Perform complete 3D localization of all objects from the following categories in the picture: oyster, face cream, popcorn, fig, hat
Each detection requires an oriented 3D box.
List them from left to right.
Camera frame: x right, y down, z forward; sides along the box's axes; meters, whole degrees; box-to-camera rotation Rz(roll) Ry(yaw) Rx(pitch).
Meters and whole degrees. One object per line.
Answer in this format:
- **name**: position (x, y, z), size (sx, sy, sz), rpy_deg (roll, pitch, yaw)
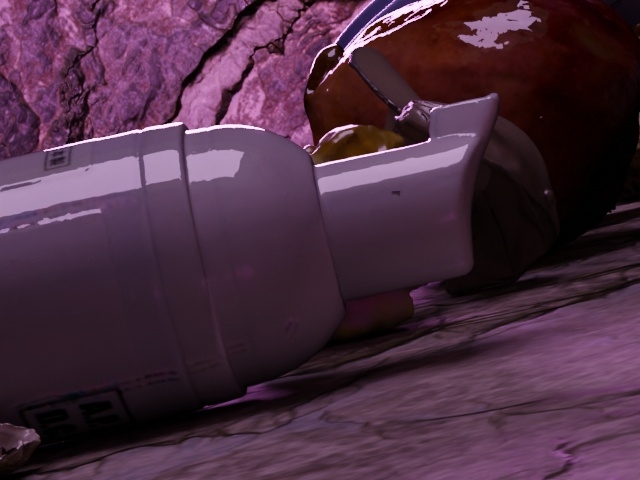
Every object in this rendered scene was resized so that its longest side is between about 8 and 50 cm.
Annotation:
- **oyster**: position (-0.175, 0.101, 0.906), size (0.093, 0.034, 0.051), rpy_deg (-1, 22, 13)
- **face cream**: position (-0.081, 0.016, 0.979), size (0.369, 0.145, 0.145), rpy_deg (-13, 3, 4)
- **popcorn**: position (0.000, 0.000, 1.161), size (0.125, 0.126, 0.145), rpy_deg (12, -24, -11)
- **hat**: position (0.083, -0.068, 1.267), size (0.085, 0.147, 0.175), rpy_deg (-23, 44, -4)
- **fig**: position (0.120, -0.083, 1.429), size (0.263, 0.224, 0.224), rpy_deg (-15, 1, 35)

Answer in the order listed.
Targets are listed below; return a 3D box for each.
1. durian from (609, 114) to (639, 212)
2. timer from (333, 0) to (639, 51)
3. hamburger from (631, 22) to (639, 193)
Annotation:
- **durian**: position (0.187, -0.075, 1.605), size (0.252, 0.139, 0.144), rpy_deg (-12, 8, 14)
- **timer**: position (0.161, -0.141, 1.951), size (0.395, 0.173, 0.395), rpy_deg (-29, -18, -10)
- **hamburger**: position (0.350, -0.136, 1.824), size (0.245, 0.282, 0.155), rpy_deg (34, -14, -28)
